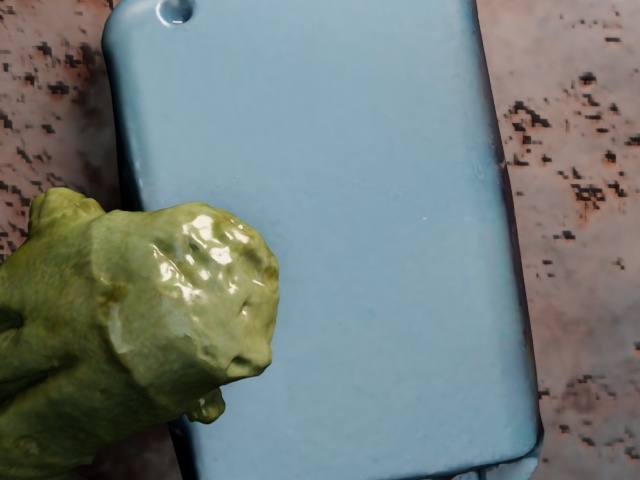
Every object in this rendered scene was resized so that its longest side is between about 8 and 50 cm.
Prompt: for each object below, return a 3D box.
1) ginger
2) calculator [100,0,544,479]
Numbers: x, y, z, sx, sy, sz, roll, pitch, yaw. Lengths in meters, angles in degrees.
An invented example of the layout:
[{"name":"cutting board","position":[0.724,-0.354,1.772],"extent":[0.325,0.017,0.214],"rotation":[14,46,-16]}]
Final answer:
[{"name":"ginger","position":[-0.120,0.100,0.698],"extent":[0.137,0.089,0.290],"rotation":[37,105,31]},{"name":"calculator","position":[0.000,0.000,0.729],"extent":[0.173,0.051,0.293],"rotation":[-10,94,1]}]
